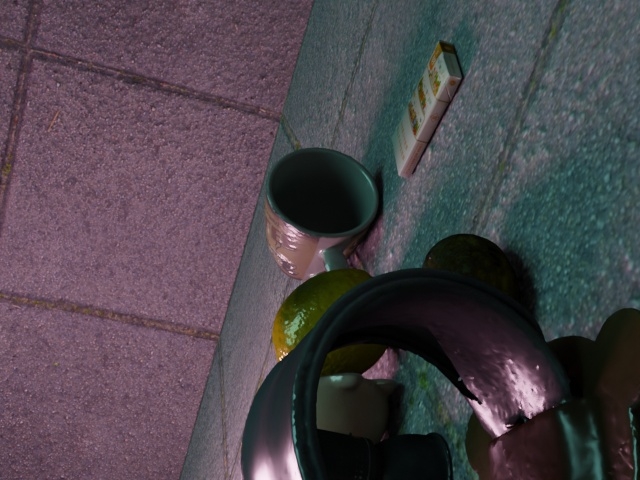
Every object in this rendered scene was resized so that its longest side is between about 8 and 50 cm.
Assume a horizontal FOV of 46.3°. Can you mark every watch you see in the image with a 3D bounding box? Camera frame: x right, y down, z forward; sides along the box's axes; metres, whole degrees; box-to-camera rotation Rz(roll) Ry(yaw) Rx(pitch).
[{"bbox_3d":[0.105,0.204,0.635,0.314,0.327,0.335,124,155,-56],"label":"watch"}]

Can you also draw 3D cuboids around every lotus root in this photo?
[{"bbox_3d":[0.181,0.055,0.927,0.209,0.120,0.120,-104,30,-60],"label":"lotus root"}]

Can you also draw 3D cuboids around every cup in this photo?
[{"bbox_3d":[0.000,0.000,1.562,0.257,0.228,0.301,102,156,-55],"label":"cup"}]

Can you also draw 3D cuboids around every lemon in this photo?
[{"bbox_3d":[0.024,0.147,1.274,0.257,0.188,0.188,-40,13,-6],"label":"lemon"}]

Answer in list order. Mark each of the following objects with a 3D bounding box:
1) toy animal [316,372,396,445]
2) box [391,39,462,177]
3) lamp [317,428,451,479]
[{"bbox_3d":[0.015,0.350,1.198,0.213,0.195,0.256,-13,63,43],"label":"toy animal"},{"bbox_3d":[0.185,-0.232,1.335,0.122,0.032,0.220,-91,19,-47],"label":"box"},{"bbox_3d":[0.040,0.318,0.996,0.147,0.228,0.172,131,149,-62],"label":"lamp"}]
